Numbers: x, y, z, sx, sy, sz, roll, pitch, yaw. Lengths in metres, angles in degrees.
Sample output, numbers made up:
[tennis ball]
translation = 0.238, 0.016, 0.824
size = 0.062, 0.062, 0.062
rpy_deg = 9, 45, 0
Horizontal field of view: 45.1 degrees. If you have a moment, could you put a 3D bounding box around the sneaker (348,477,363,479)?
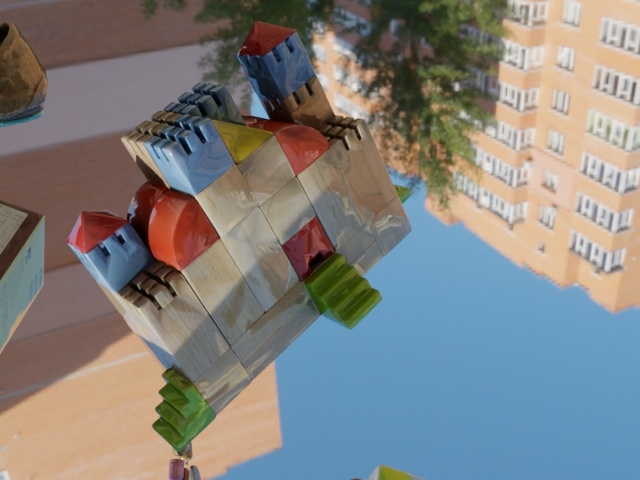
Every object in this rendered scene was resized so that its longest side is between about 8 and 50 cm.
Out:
[sneaker]
translation = 0.008, 0.443, 0.919
size = 0.282, 0.153, 0.099
rpy_deg = -47, -165, -24

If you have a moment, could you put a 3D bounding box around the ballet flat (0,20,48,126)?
[ballet flat]
translation = -0.429, -0.139, 0.736
size = 0.342, 0.124, 0.116
rpy_deg = -26, -141, -33

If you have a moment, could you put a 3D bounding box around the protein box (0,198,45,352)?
[protein box]
translation = -0.534, 0.065, 1.182
size = 0.136, 0.200, 0.201
rpy_deg = 22, -131, -4

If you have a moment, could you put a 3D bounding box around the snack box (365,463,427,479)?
[snack box]
translation = 0.095, 0.214, 0.324
size = 0.207, 0.070, 0.174
rpy_deg = 24, -137, -11

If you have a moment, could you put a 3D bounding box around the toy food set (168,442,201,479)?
[toy food set]
translation = -0.177, 0.305, 0.996
size = 0.019, 0.122, 0.078
rpy_deg = -7, -164, 6

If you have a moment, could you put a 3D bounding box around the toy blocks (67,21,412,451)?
[toy blocks]
translation = -0.079, -0.031, 0.743
size = 0.381, 0.261, 0.190
rpy_deg = -42, -145, -21
